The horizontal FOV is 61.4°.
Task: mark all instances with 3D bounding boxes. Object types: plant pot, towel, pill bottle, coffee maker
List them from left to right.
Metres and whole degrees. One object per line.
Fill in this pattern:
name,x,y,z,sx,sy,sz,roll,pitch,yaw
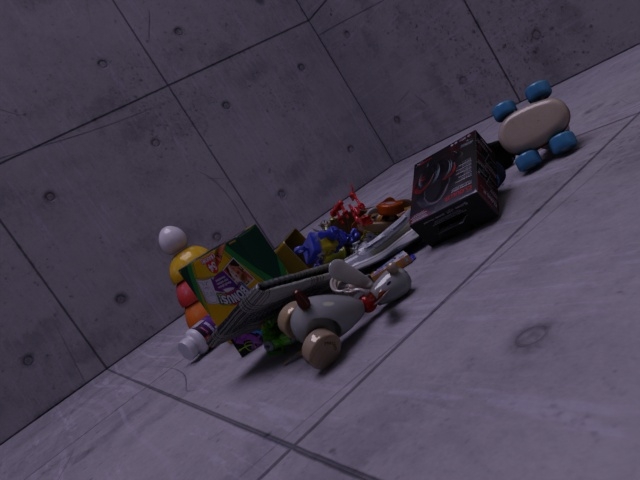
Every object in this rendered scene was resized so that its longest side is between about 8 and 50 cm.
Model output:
pill bottle,-0.430,0.352,1.993,0.108,0.108,0.193,-25,11,46
towel,-0.106,0.170,1.410,0.324,0.056,0.312,-15,-24,-45
plant pot,-0.098,0.114,1.849,0.187,0.212,0.212,-42,5,15
coffee maker,0.606,-0.290,1.920,0.171,0.120,0.178,-10,7,-6

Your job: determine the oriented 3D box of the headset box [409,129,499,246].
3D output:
headset box,0.367,-0.133,1.486,0.218,0.110,0.293,-28,34,38

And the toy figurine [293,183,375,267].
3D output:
toy figurine,0.000,0.000,1.728,0.217,0.191,0.363,-17,-19,-24

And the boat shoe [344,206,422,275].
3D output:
boat shoe,0.173,0.013,1.581,0.320,0.103,0.118,-31,-16,-2

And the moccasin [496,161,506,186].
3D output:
moccasin,0.477,-0.202,1.717,0.116,0.138,0.342,-30,7,-18

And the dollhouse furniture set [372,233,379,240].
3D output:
dollhouse furniture set,0.192,0.019,1.901,0.152,0.058,0.076,-51,11,12

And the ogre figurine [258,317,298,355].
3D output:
ogre figurine,-0.093,0.240,1.390,0.118,0.097,0.197,-20,26,-7

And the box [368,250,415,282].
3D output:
box,0.201,0.070,1.513,0.136,0.028,0.081,-34,6,2

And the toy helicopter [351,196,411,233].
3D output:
toy helicopter,0.261,-0.081,1.806,0.354,0.140,0.234,-19,15,-39

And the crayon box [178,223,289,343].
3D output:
crayon box,-0.258,0.154,1.763,0.362,0.313,0.106,-26,10,43

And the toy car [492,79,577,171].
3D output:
toy car,0.685,-0.334,1.680,0.210,0.220,0.237,-29,-21,31

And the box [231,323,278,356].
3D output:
box,-0.198,0.257,1.615,0.162,0.116,0.029,-34,9,-7

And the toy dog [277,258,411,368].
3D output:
toy dog,0.047,0.120,1.185,0.220,0.161,0.333,14,41,33

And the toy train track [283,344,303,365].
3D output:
toy train track,-0.053,0.276,1.291,0.083,0.014,0.048,-37,14,11

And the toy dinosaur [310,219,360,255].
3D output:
toy dinosaur,0.083,0.020,2.080,0.160,0.121,0.314,-30,32,5

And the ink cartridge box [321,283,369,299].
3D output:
ink cartridge box,0.046,0.166,1.390,0.109,0.063,0.150,-37,9,-35

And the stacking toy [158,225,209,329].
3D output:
stacking toy,-0.518,0.139,2.296,0.350,0.480,0.350,-31,8,5

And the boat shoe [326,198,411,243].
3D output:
boat shoe,0.183,-0.067,2.000,0.341,0.124,0.123,-19,-1,-7
